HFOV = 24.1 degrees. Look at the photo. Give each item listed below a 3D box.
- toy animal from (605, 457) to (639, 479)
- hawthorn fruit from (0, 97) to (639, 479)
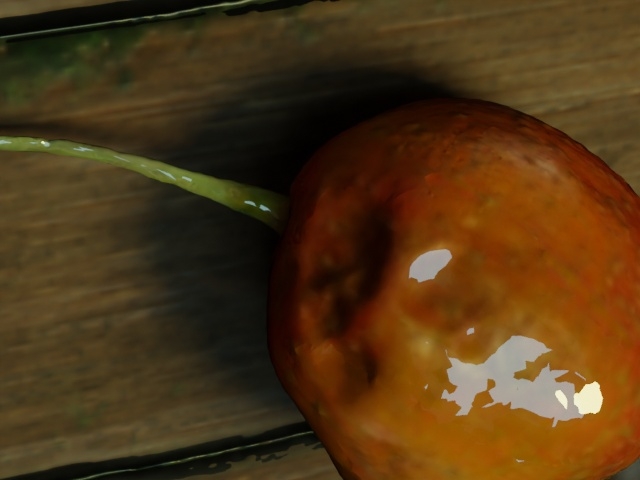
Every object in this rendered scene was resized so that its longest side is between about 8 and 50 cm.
[{"bbox_3d":[0.200,0.178,0.680,0.326,0.237,0.269,-27,111,-9],"label":"toy animal"},{"bbox_3d":[0.000,0.000,0.568,0.285,0.165,0.165,30,103,-6],"label":"hawthorn fruit"}]
